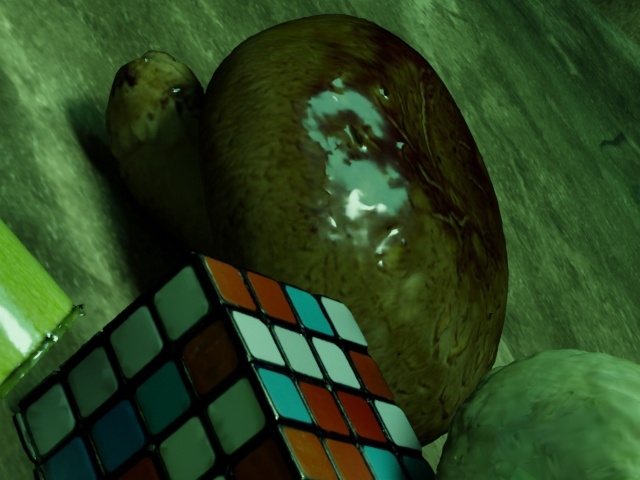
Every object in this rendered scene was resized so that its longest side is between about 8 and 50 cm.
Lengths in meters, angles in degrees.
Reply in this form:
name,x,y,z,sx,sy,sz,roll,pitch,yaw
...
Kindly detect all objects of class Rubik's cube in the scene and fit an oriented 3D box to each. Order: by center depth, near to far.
name,x,y,z,sx,sy,sz,roll,pitch,yaw
Rubik's cube,-0.050,0.122,1.050,0.151,0.154,0.155,20,36,-53

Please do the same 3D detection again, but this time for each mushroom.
name,x,y,z,sx,sy,sz,roll,pitch,yaw
mushroom,0.147,0.171,0.981,0.164,0.189,0.267,60,42,-43
mushroom,0.023,-0.007,1.334,0.345,0.239,0.345,20,61,-40

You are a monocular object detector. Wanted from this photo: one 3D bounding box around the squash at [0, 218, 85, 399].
name,x,y,z,sx,sy,sz,roll,pitch,yaw
squash,-0.245,-0.007,0.926,0.247,0.132,0.132,46,22,-4
